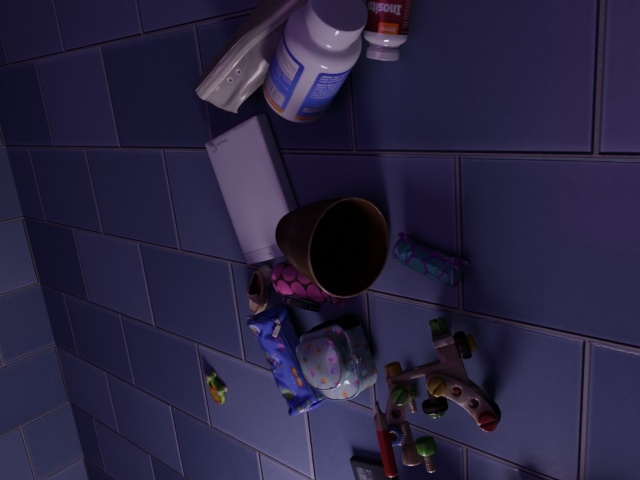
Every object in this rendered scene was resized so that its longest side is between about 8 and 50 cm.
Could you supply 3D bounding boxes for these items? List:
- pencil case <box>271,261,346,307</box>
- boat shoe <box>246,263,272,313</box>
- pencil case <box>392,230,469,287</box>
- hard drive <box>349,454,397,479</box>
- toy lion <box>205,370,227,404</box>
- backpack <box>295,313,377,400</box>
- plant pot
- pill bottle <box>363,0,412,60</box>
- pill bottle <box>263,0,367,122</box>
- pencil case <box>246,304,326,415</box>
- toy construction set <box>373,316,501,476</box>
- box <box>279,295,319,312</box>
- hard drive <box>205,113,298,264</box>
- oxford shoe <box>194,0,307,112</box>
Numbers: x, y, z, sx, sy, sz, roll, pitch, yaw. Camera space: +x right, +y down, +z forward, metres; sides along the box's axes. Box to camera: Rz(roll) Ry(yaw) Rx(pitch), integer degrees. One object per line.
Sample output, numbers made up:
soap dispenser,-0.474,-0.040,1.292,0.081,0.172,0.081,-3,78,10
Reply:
pencil case,-0.026,0.108,1.396,0.209,0.095,0.098,7,127,43
boat shoe,-0.180,0.141,1.567,0.063,0.059,0.170,34,126,28
pencil case,0.223,0.039,1.154,0.152,0.064,0.070,25,137,33
hard drive,0.145,0.627,1.481,0.135,0.022,0.094,-9,100,44
toy lion,-0.356,0.504,1.892,0.100,0.034,0.096,48,139,19
backpack,0.042,0.298,1.368,0.166,0.144,0.188,-25,91,39
plant pot,0.000,0.000,1.267,0.230,0.216,0.215,13,115,54
pill bottle,0.127,-0.421,1.051,0.086,0.086,0.151,24,121,35
pill bottle,-0.010,-0.366,1.104,0.152,0.152,0.272,59,151,9
pencil case,-0.088,0.320,1.507,0.306,0.119,0.133,65,157,1
toy construction set,0.201,0.292,1.126,0.258,0.309,0.237,-11,93,36
box,-0.054,0.166,1.456,0.083,0.067,0.018,12,84,40
hard drive,-0.169,-0.123,1.465,0.233,0.047,0.352,-15,95,44
oxford shoe,-0.111,-0.443,1.244,0.130,0.169,0.449,35,131,-25
